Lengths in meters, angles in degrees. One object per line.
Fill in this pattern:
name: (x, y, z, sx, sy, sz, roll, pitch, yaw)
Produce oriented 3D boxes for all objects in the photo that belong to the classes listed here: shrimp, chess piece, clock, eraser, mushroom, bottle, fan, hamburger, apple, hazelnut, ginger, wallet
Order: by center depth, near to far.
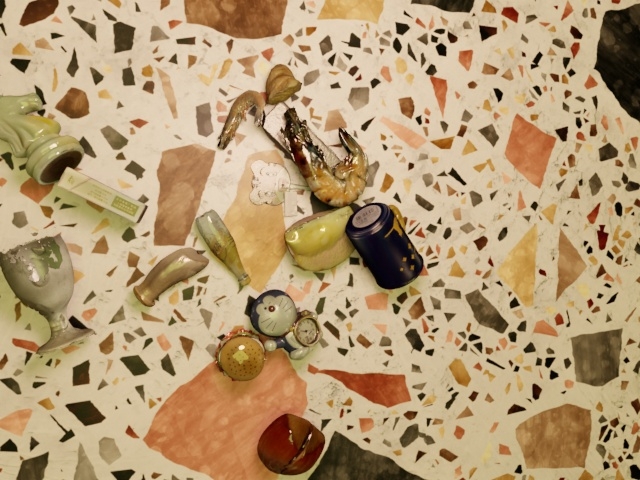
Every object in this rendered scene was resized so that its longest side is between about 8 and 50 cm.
chess piece: (-0.858, -0.322, 1.702, 0.176, 0.176, 0.298, -43, 87, -9)
mushroom: (-0.476, 0.103, 1.814, 0.247, 0.108, 0.096, -37, 58, -12)
ginger: (-0.122, -0.509, 1.832, 0.115, 0.193, 0.122, -11, 94, -19)
shrimp: (-0.248, -0.378, 1.846, 0.046, 0.152, 0.219, 28, 92, -55)
hamburger: (-0.252, 0.372, 1.849, 0.175, 0.137, 0.175, 0, 88, -15)
bottle: (-0.308, 0.030, 1.858, 0.083, 0.083, 0.269, -31, 103, -11)
shrimp: (0.022, -0.283, 1.862, 0.233, 0.071, 0.364, -32, 98, -18)
clock: (-0.123, 0.272, 1.871, 0.243, 0.147, 0.199, 48, 66, -13)
hazelnut: (-0.096, 0.671, 1.871, 0.212, 0.181, 0.180, 37, 62, -21)
apple: (0.000, 0.000, 1.908, 0.265, 0.120, 0.193, -24, 113, -22)
eraser: (-0.045, -0.298, 1.914, 0.352, 0.077, 0.111, 44, 84, -11)
wallet: (-0.100, -0.123, 1.930, 0.044, 0.011, 0.083, -4, 103, -16)
fan: (-0.125, -0.187, 1.931, 0.227, 0.008, 0.152, 5, 90, -13)

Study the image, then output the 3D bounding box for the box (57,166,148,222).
box: (-0.650, -0.133, 1.737, 0.243, 0.155, 0.067, 27, 84, -14)

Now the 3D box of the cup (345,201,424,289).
cup: (0.202, -0.009, 1.918, 0.179, 0.255, 0.256, -28, 122, 12)

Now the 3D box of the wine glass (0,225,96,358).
wine glass: (-0.806, 0.150, 1.696, 0.191, 0.190, 0.356, -17, 100, -12)
